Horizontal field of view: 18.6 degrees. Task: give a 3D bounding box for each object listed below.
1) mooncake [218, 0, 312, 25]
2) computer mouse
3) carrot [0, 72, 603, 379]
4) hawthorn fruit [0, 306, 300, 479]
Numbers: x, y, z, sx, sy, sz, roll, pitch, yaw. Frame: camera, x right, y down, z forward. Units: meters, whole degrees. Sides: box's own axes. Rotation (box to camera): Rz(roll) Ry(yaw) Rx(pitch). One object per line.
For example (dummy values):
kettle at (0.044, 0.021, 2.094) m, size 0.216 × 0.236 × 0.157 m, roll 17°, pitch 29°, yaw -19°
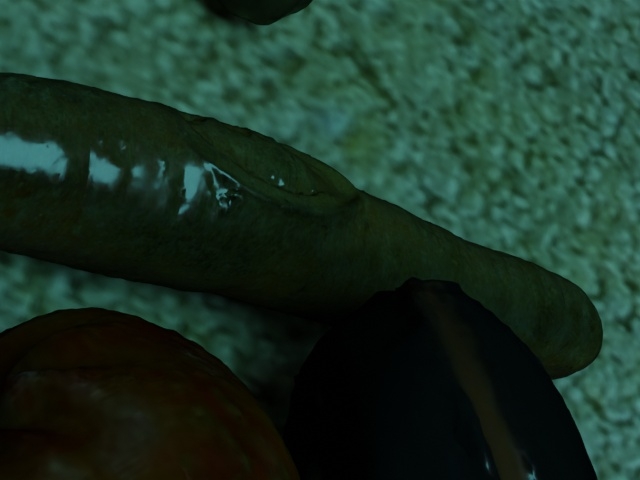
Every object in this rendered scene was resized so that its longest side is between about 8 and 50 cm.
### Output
mooncake at (-0.102, -0.232, 0.710) m, size 0.347 × 0.057 × 0.150 m, roll 43°, pitch 47°, yaw -33°
computer mouse at (0.044, 0.175, 0.681) m, size 0.116 × 0.183 × 0.323 m, roll 4°, pitch 81°, yaw -9°
carrot at (0.000, 0.001, 0.746) m, size 0.342 × 0.070 × 0.070 m, roll 17°, pitch 74°, yaw -37°
hawthorn fruit at (-0.078, 0.129, 0.600) m, size 0.179 × 0.179 × 0.200 m, roll -38°, pitch 115°, yaw -35°
